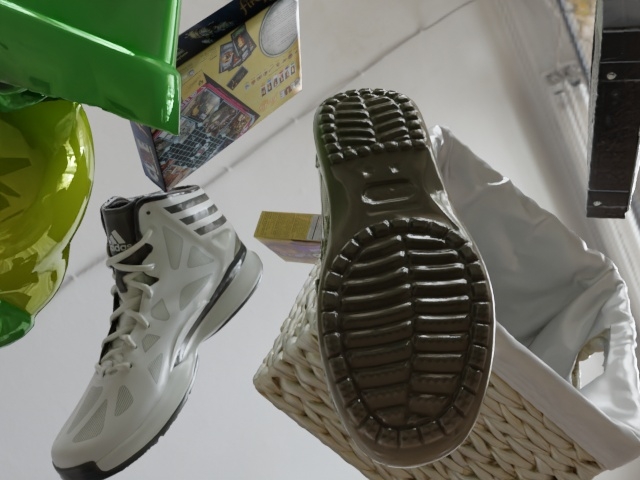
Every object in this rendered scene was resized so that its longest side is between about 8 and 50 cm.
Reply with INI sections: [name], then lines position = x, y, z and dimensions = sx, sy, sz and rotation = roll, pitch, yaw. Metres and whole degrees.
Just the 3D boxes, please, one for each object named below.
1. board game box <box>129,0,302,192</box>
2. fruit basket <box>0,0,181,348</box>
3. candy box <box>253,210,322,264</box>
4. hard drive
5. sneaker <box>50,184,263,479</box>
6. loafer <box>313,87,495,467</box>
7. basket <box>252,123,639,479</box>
[board game box]
position = -0.120, -0.188, 0.906
dimensions = 0.243, 0.042, 0.165
rotation = -42, -27, -27
[fruit basket]
position = -0.251, -0.112, 0.452
dimensions = 0.283, 0.392, 0.391
rotation = 15, -90, -42
[candy box]
position = 0.000, 0.000, 1.221
dimensions = 0.109, 0.187, 0.053
rotation = 42, -120, -53
[hard drive]
position = 0.385, -0.219, 0.981
dimensions = 0.339, 0.064, 0.236
rotation = 68, -151, -51
[sneaker]
position = -0.274, 0.092, 1.056
dimensions = 0.257, 0.169, 0.447
rotation = 58, -135, -31
[loafer]
position = 0.046, 0.018, 0.479
dimensions = 0.102, 0.268, 0.092
rotation = -4, -37, 3
[basket]
position = 0.154, 0.102, 0.872
dimensions = 0.331, 0.266, 0.328
rotation = 38, -148, -6
